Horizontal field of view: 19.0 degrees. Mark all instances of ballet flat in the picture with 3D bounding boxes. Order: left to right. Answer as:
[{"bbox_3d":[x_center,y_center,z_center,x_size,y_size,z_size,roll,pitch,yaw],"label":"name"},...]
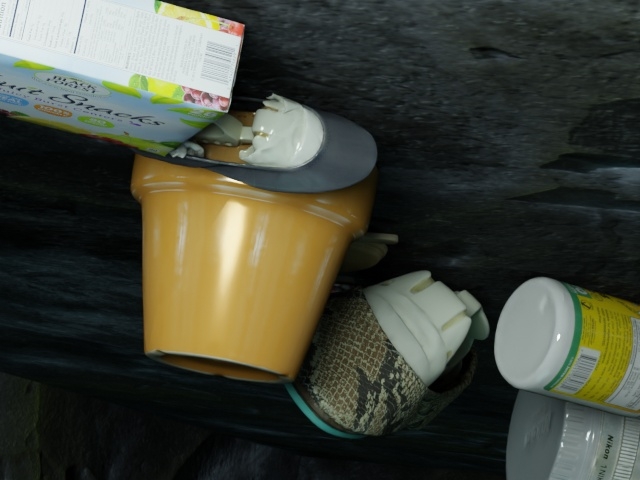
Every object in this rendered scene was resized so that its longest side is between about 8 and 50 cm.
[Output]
[{"bbox_3d":[-0.060,-0.079,1.436,0.203,0.074,0.074,10,169,12],"label":"ballet flat"},{"bbox_3d":[0.086,0.110,2.011,0.182,0.164,0.483,-34,168,7],"label":"ballet flat"}]

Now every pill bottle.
[{"bbox_3d":[0.291,0.115,1.949,0.208,0.118,0.117,16,167,-27],"label":"pill bottle"}]

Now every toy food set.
[{"bbox_3d":[0.000,0.000,1.864,0.132,0.038,0.192,5,164,-14],"label":"toy food set"}]

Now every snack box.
[{"bbox_3d":[-0.176,-0.125,1.303,0.207,0.070,0.174,13,168,-18],"label":"snack box"}]

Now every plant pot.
[{"bbox_3d":[-0.067,0.016,1.593,0.205,0.188,0.205,9,168,2],"label":"plant pot"}]

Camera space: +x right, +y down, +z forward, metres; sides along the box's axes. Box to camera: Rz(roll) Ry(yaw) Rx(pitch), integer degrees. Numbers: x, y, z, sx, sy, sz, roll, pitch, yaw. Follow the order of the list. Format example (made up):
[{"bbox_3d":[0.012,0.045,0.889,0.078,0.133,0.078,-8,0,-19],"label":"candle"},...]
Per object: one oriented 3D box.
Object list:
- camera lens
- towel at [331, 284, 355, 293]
[{"bbox_3d":[0.380,0.246,2.250,0.274,0.219,0.219,13,168,-11],"label":"camera lens"},{"bbox_3d":[-0.023,0.060,2.169,0.197,0.029,0.144,20,164,-39],"label":"towel"}]
